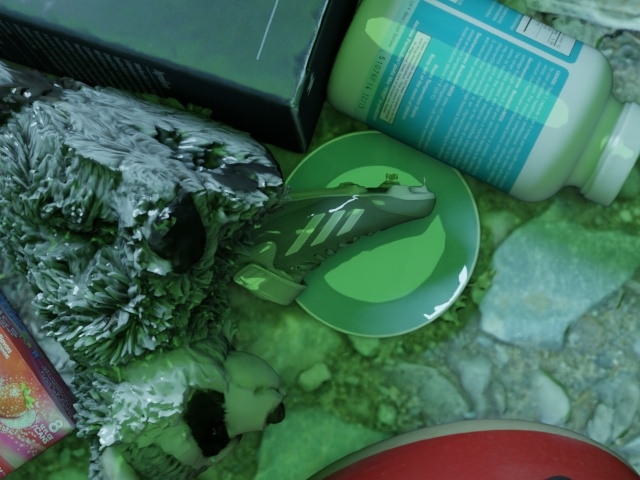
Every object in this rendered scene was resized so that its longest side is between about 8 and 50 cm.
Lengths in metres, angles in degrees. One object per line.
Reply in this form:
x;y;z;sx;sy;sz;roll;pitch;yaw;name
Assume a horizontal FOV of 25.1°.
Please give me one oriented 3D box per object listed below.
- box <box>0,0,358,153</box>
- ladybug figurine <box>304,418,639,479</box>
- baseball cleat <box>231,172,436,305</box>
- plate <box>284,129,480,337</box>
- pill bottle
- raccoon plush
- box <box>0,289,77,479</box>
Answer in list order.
-0.154;-0.285;1.236;0.396;0.212;0.293;19;84;4;box
0.096;0.312;1.185;0.449;0.162;0.305;-28;83;-2;ladybug figurine
0.000;0.000;1.255;0.206;0.072;0.109;-3;95;8;baseball cleat
0.049;-0.005;1.292;0.188;0.024;0.188;0;83;1;plate
0.149;-0.126;1.242;0.264;0.146;0.146;27;85;5;pill bottle
-0.217;0.018;1.196;0.446;0.216;0.299;30;114;23;raccoon plush
-0.327;0.084;1.220;0.128;0.122;0.256;-34;97;-2;box
